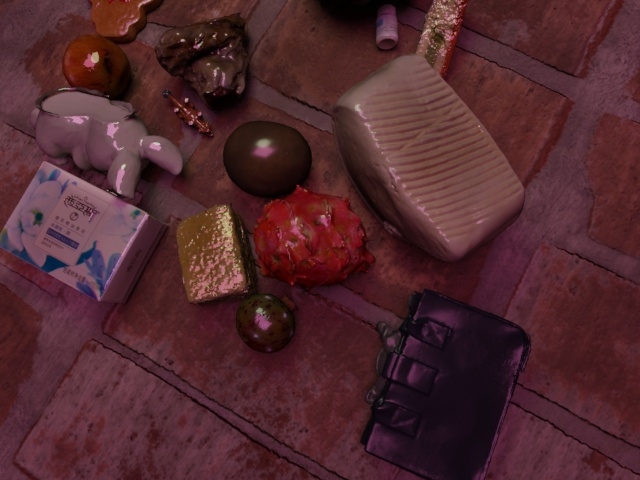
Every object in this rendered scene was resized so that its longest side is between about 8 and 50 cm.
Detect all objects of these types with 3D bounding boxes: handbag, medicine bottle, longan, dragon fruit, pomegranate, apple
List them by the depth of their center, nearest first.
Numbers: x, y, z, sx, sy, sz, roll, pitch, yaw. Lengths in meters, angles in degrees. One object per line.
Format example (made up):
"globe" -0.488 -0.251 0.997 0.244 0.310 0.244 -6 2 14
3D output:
"handbag" 0.218 0.274 0.833 0.269 0.118 0.326 23 81 1
"dragon fruit" 0.000 0.000 0.858 0.268 0.205 0.210 18 61 -28
"pomegranate" -0.107 0.162 0.873 0.130 0.130 0.130 -1 80 4
"longan" -0.113 -0.174 0.911 0.189 0.189 0.189 -1 80 4
"apple" -0.508 -0.394 0.987 0.146 0.146 0.146 -1 80 4
"medicine bottle" 0.154 -0.498 1.003 0.052 0.052 0.089 0 79 4

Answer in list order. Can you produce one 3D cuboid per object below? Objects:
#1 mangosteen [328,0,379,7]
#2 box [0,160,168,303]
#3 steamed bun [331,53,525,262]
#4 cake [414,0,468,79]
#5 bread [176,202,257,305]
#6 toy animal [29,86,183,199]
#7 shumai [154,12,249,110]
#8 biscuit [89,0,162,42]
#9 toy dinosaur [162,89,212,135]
"mangosteen" 0.118 -0.660 0.918 0.359 0.306 0.306 9 80 -10
"box" -0.509 -0.014 0.931 0.274 0.116 0.203 26 82 8
"steamed bun" 0.191 -0.145 0.853 0.247 0.236 0.383 -36 86 -13
"cake" 0.270 -0.459 0.997 0.086 0.117 0.220 16 114 9
"bread" -0.217 0.035 0.911 0.138 0.102 0.196 -16 76 -2
"toy animal" -0.472 -0.218 0.939 0.325 0.154 0.208 35 55 22
"shumai" -0.251 -0.399 0.988 0.184 0.218 0.185 -2 122 14
"biscuit" -0.488 -0.657 1.080 0.202 0.047 0.334 7 81 5
"toy dinosaur" -0.308 -0.297 0.998 0.154 0.055 0.049 43 88 2
